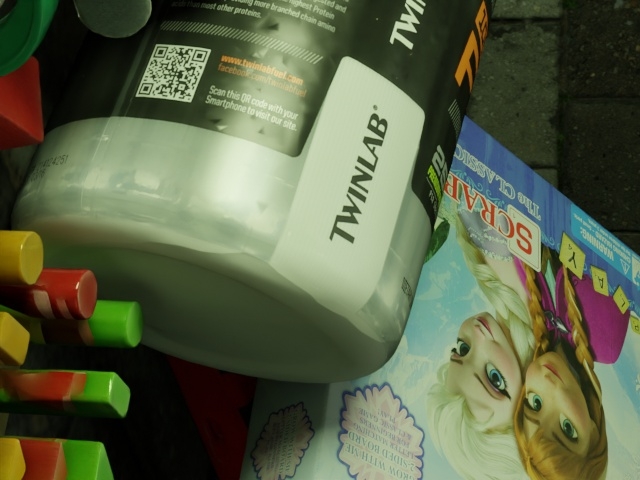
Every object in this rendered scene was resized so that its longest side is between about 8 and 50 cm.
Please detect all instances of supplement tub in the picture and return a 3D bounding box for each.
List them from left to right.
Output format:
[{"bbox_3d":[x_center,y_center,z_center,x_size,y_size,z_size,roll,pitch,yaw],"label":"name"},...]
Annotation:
[{"bbox_3d":[-0.015,-0.102,0.593,0.193,0.193,0.316,67,37,-63],"label":"supplement tub"}]

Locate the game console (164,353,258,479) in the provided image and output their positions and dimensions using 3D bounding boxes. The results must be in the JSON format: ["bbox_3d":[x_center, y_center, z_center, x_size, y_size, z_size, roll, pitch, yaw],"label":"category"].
[{"bbox_3d":[0.012,-0.004,0.851,0.386,0.060,0.342,-52,130,-44],"label":"game console"}]

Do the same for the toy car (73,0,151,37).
[{"bbox_3d":[-0.103,-0.168,0.404,0.149,0.155,0.188,-66,164,-61],"label":"toy car"}]

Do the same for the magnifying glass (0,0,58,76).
[{"bbox_3d":[-0.151,-0.143,0.338,0.231,0.092,0.026,66,29,-42],"label":"magnifying glass"}]

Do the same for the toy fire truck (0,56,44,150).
[{"bbox_3d":[-0.104,-0.145,0.484,0.047,0.135,0.192,44,34,-72],"label":"toy fire truck"}]

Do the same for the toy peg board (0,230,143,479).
[{"bbox_3d":[-0.132,0.059,0.437,0.160,0.079,0.161,69,25,-62],"label":"toy peg board"}]

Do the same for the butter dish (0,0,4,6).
[{"bbox_3d":[-0.148,-0.067,0.281,0.160,0.118,0.160,-47,-162,35],"label":"butter dish"}]

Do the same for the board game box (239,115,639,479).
[{"bbox_3d":[0.104,0.083,0.748,0.319,0.066,0.318,32,50,-32],"label":"board game box"}]
